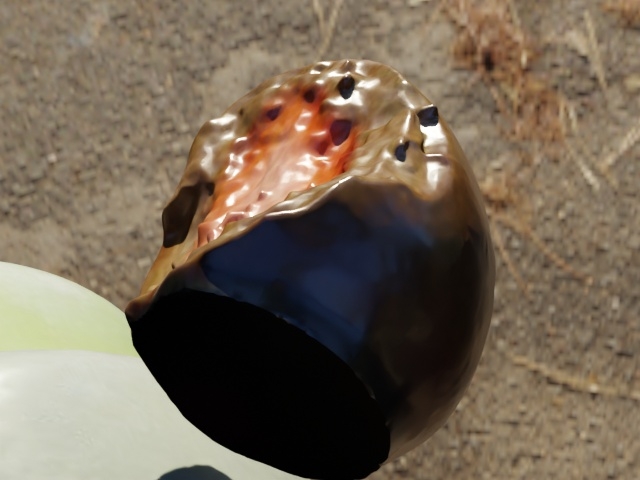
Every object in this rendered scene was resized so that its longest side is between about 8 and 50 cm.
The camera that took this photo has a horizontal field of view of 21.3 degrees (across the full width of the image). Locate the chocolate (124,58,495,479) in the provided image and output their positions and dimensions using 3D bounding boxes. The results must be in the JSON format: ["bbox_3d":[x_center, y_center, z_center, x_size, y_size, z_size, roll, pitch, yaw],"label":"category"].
[{"bbox_3d":[0.000,0.000,0.553,0.124,0.127,0.133,14,56,20],"label":"chocolate"}]

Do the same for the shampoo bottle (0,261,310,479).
[{"bbox_3d":[-0.133,0.190,0.644,0.322,0.322,0.317,-25,52,-12],"label":"shampoo bottle"}]
